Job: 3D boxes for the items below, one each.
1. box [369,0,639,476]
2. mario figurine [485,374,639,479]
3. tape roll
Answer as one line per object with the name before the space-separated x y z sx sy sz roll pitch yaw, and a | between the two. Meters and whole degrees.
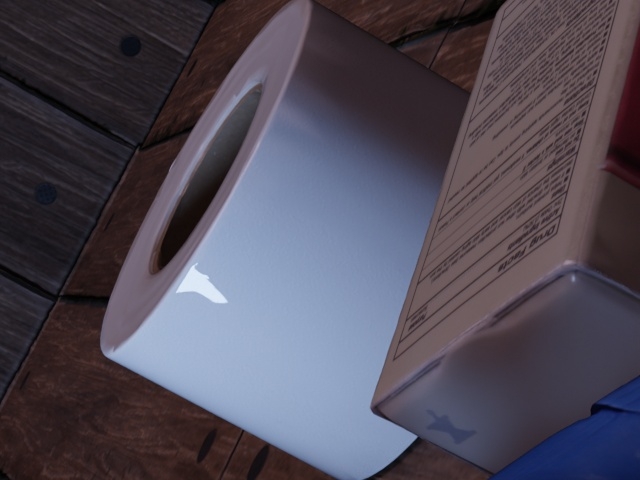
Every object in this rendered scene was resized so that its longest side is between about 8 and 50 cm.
box | 0.134 -0.021 0.762 0.148 0.127 0.232 -43 23 52
mario figurine | 0.170 0.016 0.428 0.320 0.170 0.198 -43 -31 -24
tape roll | 0.000 0.000 1.124 0.246 0.169 0.246 -56 13 21
